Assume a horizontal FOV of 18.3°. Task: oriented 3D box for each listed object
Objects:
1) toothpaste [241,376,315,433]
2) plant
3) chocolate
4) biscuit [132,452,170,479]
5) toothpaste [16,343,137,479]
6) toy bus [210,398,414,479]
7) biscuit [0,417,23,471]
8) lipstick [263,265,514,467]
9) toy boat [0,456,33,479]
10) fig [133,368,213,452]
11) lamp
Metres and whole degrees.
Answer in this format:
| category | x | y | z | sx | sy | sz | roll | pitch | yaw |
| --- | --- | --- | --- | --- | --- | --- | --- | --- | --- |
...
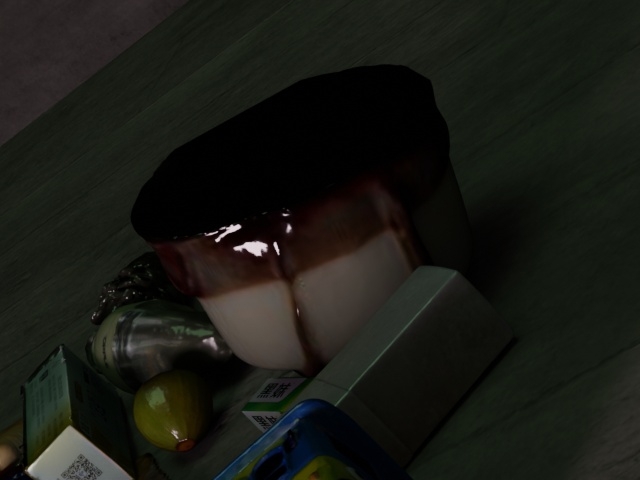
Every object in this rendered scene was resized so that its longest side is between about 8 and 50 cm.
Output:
| category | x | y | z | sx | sy | sz | roll | pitch | yaw |
| --- | --- | --- | --- | --- | --- | --- | --- | --- | --- |
| toothpaste | -0.004 | 0.136 | 1.617 | 0.043 | 0.037 | 0.178 | -51 | 19 | -21 |
| plant | -0.190 | 0.065 | 2.130 | 0.094 | 0.092 | 0.143 | -32 | 11 | 13 |
| chocolate | 0.000 | 0.000 | 1.655 | 0.284 | 0.186 | 0.283 | -19 | 25 | 9 |
| biscuit | -0.220 | 0.288 | 1.755 | 0.237 | 0.013 | 0.232 | -42 | 15 | -7 |
| toothpaste | -0.239 | 0.183 | 1.929 | 0.071 | 0.089 | 0.313 | -48 | 14 | 2 |
| toy bus | -0.054 | 0.256 | 1.264 | 0.288 | 0.138 | 0.175 | -42 | 18 | 6 |
| biscuit | -0.399 | 0.257 | 2.065 | 0.250 | 0.030 | 0.160 | -31 | 4 | 14 |
| lipstick | -0.011 | 0.176 | 1.465 | 0.371 | 0.076 | 0.080 | -47 | 16 | -13 |
| toy boat | -0.321 | 0.272 | 2.004 | 0.219 | 0.072 | 0.318 | -38 | 8 | 26 |
| fig | -0.131 | 0.159 | 1.800 | 0.074 | 0.074 | 0.088 | -40 | 34 | 10 |
| lamp | -0.156 | 0.104 | 1.937 | 0.101 | 0.101 | 0.250 | -52 | 22 | -26 |
